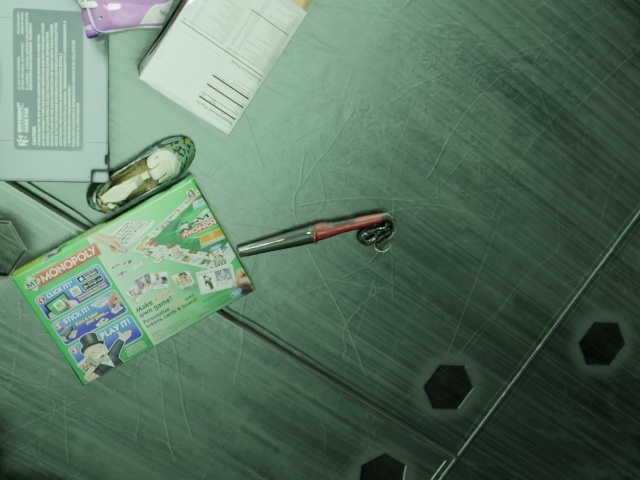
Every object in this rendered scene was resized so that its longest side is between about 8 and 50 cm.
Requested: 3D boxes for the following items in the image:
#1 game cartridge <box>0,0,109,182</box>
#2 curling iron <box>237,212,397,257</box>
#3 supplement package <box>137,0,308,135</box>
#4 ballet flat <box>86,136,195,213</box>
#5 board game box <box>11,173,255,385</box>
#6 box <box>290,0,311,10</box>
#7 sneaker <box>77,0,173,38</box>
[{"bbox_3d":[-0.408,-0.234,1.338,0.198,0.062,0.297,1,98,-9],"label":"game cartridge"},{"bbox_3d":[0.000,0.000,1.516,0.274,0.035,0.068,-8,106,-11],"label":"curling iron"},{"bbox_3d":[-0.149,-0.285,1.323,0.149,0.194,0.203,32,95,-18],"label":"supplement package"},{"bbox_3d":[-0.273,-0.096,1.413,0.188,0.070,0.070,-33,109,-3],"label":"ballet flat"},{"bbox_3d":[-0.292,0.063,1.460,0.317,0.046,0.213,-29,108,-4],"label":"board game box"},{"bbox_3d":[-0.065,-0.465,1.387,0.201,0.021,0.164,33,95,-19],"label":"box"},{"bbox_3d":[-0.341,-0.369,1.260,0.282,0.102,0.161,15,99,-8],"label":"sneaker"}]
